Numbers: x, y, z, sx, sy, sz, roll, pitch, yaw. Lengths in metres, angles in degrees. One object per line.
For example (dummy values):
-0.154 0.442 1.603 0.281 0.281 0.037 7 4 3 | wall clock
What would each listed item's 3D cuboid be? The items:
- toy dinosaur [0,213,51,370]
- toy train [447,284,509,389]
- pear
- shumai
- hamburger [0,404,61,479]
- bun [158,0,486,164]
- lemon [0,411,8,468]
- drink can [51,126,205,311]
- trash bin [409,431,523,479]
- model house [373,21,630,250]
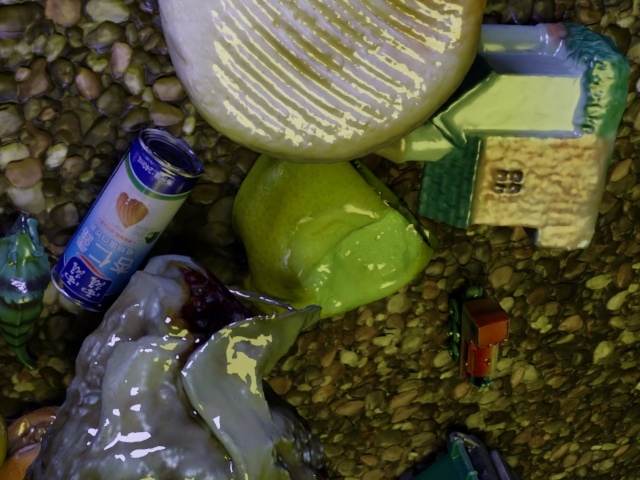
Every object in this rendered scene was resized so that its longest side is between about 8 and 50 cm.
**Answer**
-0.399 0.065 1.246 0.079 0.120 0.292 -10 153 -27 | toy dinosaur
0.250 0.160 1.526 0.074 0.118 0.176 -10 126 -10 | toy train
0.000 0.000 1.291 0.292 0.159 0.292 -9 130 -11 | pear
-0.172 0.192 1.200 0.395 0.395 0.348 3 87 -23 | shumai
-0.426 0.369 1.413 0.156 0.144 0.283 13 122 -28 | hamburger
-0.004 -0.269 1.039 0.365 0.219 0.365 -4 114 -8 | bun
-0.533 0.284 1.287 0.248 0.184 0.184 -36 129 6 | lemon
-0.247 -0.025 1.217 0.097 0.097 0.235 24 113 -33 | drink can
0.205 0.555 1.721 0.381 0.259 0.295 -34 130 10 | trash bin
0.197 -0.148 1.242 0.324 0.194 0.267 0 119 -10 | model house
